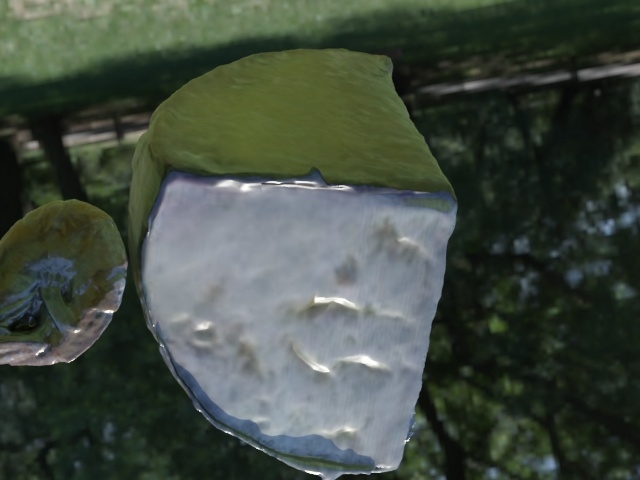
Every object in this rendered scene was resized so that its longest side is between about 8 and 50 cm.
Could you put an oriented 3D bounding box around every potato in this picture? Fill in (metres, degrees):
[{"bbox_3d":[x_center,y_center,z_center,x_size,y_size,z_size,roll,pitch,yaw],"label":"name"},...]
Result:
[{"bbox_3d":[-0.037,-0.004,0.913,0.190,0.211,0.264,5,-152,-11],"label":"potato"}]

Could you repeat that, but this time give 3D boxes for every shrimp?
[{"bbox_3d":[-0.342,0.094,1.601,0.317,0.168,0.077,-53,161,6],"label":"shrimp"}]
